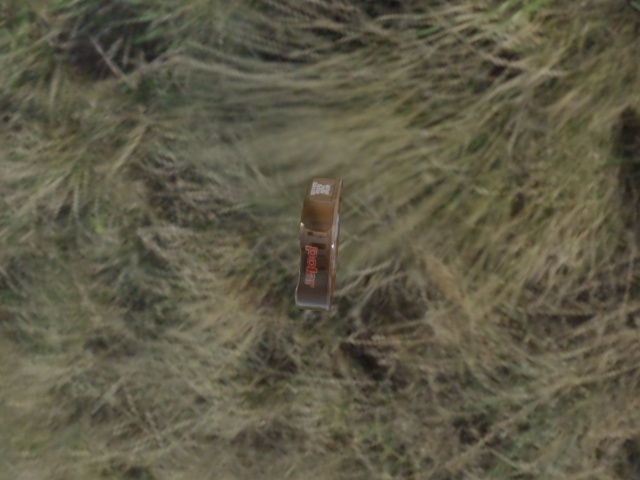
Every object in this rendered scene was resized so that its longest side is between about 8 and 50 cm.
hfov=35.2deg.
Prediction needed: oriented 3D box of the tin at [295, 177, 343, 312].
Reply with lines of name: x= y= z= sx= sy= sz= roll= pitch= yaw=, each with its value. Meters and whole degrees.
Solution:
tin: x=0.000 y=0.000 z=0.957 sx=0.040 sy=0.190 sz=0.106 roll=9 pitch=105 yaw=1
